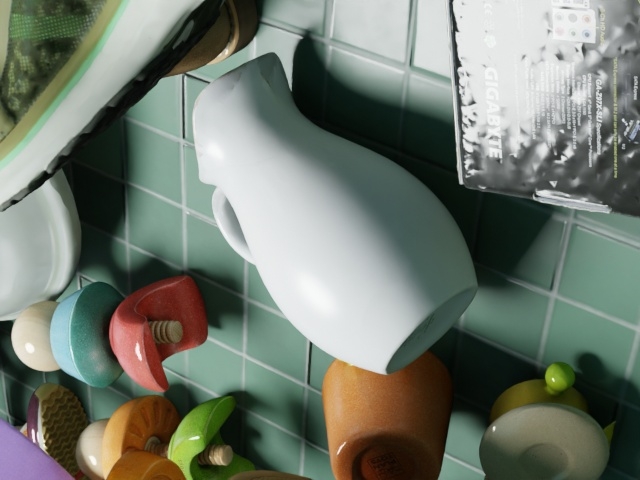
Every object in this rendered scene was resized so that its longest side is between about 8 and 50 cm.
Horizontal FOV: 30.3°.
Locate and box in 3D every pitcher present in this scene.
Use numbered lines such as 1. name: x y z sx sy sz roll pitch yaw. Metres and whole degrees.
1. pitcher: 0.000 0.000 0.806 0.207 0.125 0.178 46 153 19

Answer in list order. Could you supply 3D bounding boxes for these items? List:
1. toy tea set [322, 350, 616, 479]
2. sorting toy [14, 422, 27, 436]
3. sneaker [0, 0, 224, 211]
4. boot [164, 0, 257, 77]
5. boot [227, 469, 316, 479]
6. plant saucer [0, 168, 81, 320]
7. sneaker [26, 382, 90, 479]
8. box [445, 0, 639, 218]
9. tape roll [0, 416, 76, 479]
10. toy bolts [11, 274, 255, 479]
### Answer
1. toy tea set: 0.092 0.204 0.893 0.200 0.124 0.336 6 123 1
2. sorting toy: -0.322 0.235 1.275 0.083 0.045 0.075 -12 129 43
3. sneaker: -0.139 -0.170 0.643 0.182 0.158 0.410 44 112 -7
4. boot: -0.199 -0.157 0.851 0.305 0.115 0.112 6 124 37
5. boot: -0.008 0.275 0.814 0.262 0.095 0.203 31 120 -26
6. plant saucer: -0.391 -0.049 0.960 0.400 0.100 0.400 18 142 15
7. sneaker: -0.279 0.221 1.202 0.084 0.069 0.185 9 123 28
8. box: 0.185 -0.159 0.572 0.257 0.079 0.322 11 124 31
9. tape roll: -0.298 0.275 1.133 0.274 0.090 0.275 30 148 21
10. toy bolts: -0.182 0.152 0.983 0.158 0.218 0.229 -3 111 24
